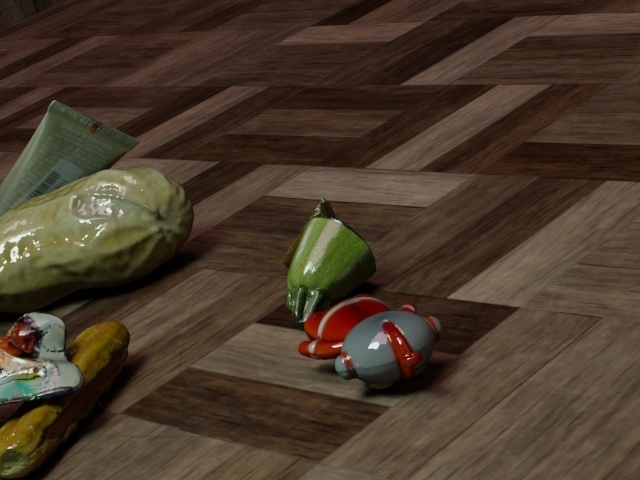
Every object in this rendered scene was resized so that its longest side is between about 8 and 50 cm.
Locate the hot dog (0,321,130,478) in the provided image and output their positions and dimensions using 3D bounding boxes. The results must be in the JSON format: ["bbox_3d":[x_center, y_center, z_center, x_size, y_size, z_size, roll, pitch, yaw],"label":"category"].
[{"bbox_3d":[-0.297,0.181,1.810,0.088,0.061,0.286,-5,24,28],"label":"hot dog"}]

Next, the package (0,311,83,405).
[{"bbox_3d":[-0.387,0.148,1.788,0.232,0.040,0.166,-13,34,-7],"label":"package"}]

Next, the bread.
[{"bbox_3d":[0.000,0.000,2.064,0.062,0.109,0.043,30,34,0],"label":"bread"}]

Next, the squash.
[{"bbox_3d":[-0.007,0.052,1.909,0.105,0.105,0.132,4,47,45],"label":"squash"}]

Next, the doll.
[{"bbox_3d":[0.059,0.106,1.711,0.142,0.076,0.245,-24,17,-15],"label":"doll"}]

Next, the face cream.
[{"bbox_3d":[-0.408,-0.065,2.273,0.341,0.137,0.084,-44,33,33],"label":"face cream"}]

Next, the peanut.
[{"bbox_3d":[-0.339,0.003,2.189,0.340,0.158,0.174,-18,49,11],"label":"peanut"}]
